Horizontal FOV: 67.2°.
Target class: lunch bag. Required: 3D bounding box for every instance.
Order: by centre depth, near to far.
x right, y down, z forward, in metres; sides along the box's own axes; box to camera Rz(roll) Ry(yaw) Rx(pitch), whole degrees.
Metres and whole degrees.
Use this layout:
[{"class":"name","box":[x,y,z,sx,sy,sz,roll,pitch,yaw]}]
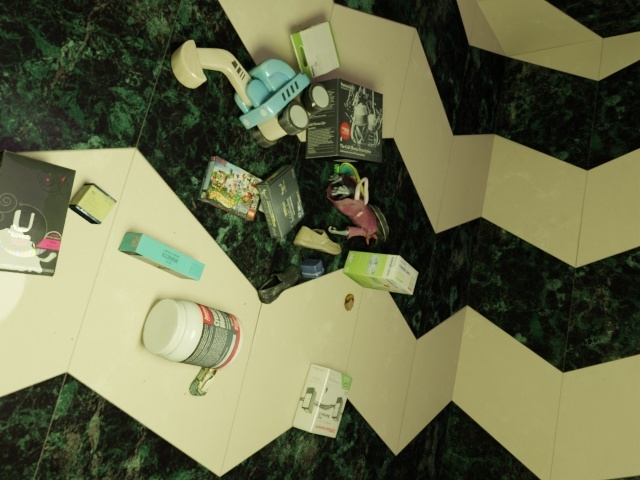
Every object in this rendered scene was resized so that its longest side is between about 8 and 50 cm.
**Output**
[{"class":"lunch bag","box":[-0.031,0.121,2.034,0.067,0.098,0.065,-40,125,-48]}]

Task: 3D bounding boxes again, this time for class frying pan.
[{"class":"frying pan","box":[0.285,-0.039,2.308,0.053,0.197,0.326,-25,127,-6]}]

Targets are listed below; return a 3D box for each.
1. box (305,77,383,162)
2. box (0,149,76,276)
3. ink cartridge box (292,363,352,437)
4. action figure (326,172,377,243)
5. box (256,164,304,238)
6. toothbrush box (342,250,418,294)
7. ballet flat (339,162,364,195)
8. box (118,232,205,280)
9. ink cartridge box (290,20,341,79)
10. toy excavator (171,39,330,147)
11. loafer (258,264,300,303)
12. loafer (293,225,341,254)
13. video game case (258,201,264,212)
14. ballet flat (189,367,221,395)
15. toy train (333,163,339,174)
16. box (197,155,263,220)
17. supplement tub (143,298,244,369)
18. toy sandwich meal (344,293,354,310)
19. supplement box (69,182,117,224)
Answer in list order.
[{"class":"box","box":[0.108,-0.501,2.092,0.343,0.179,0.312,-4,95,-51]},{"class":"box","box":[-0.719,-0.060,1.151,0.165,0.143,0.270,15,81,-51]},{"class":"ink cartridge box","box":[0.012,0.705,2.118,0.198,0.115,0.272,36,66,-46]},{"class":"action figure","box":[0.179,-0.137,2.142,0.370,0.276,0.248,53,50,-29]},{"class":"box","box":[-0.148,-0.151,1.864,0.183,0.059,0.232,-48,135,-44]},{"class":"toothbrush box","box":[0.282,0.151,2.272,0.206,0.283,0.122,38,64,-46]},{"class":"ballet flat","box":[0.151,-0.288,2.250,0.231,0.077,0.077,61,36,-40]},{"class":"box","box":[-0.482,0.053,1.482,0.244,0.101,0.060,36,64,-46]},{"class":"ink cartridge box","box":[-0.045,-0.760,1.952,0.255,0.097,0.188,-40,122,-40]},{"class":"toy excavator","box":[-0.242,-0.538,1.679,0.445,0.222,0.433,54,53,-21]},{"class":"loafer","box":[-0.160,0.160,1.898,0.223,0.076,0.078,-42,131,-36]},{"class":"loafer","box":[0.000,0.000,2.060,0.268,0.102,0.092,15,87,-49]},{"class":"video game case","box":[-0.187,-0.139,1.893,0.122,0.011,0.087,28,71,-48]},{"class":"ballet flat","box":[-0.378,0.455,1.668,0.070,0.070,0.188,50,56,-40]},{"class":"toy train","box":[0.073,-0.307,2.185,0.017,0.024,0.083,12,84,-50]},{"class":"box","box":[-0.313,-0.180,1.711,0.233,0.044,0.159,24,74,-49]},{"class":"supplement tub","box":[-0.396,0.299,1.533,0.272,0.191,0.191,30,70,-48]},{"class":"toy sandwich meal","box":[0.143,0.296,2.312,0.086,0.029,0.085,-6,97,-50]},{"class":"supplement box","box":[-0.627,-0.101,1.327,0.083,0.056,0.083,48,58,-41]}]
